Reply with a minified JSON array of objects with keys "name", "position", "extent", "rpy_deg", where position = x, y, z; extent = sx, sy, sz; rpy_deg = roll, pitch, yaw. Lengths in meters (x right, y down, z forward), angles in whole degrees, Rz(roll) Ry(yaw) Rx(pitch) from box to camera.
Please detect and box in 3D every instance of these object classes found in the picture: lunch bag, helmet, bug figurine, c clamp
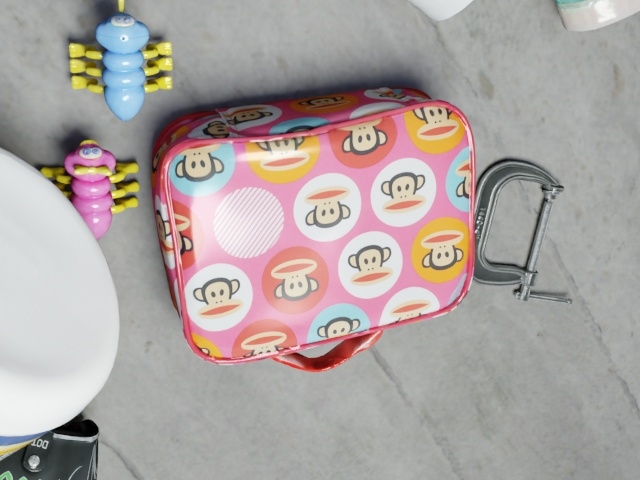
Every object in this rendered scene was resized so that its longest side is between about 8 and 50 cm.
[{"name":"lunch bag","position":[0.000,0.000,0.789],"extent":[0.293,0.120,0.258],"rpy_deg":[-10,112,-13]},{"name":"helmet","position":[-0.288,0.234,0.776],"extent":[0.169,0.169,0.162],"rpy_deg":[22,85,-22]},{"name":"bug figurine","position":[-0.255,-0.091,0.699],"extent":[0.278,0.072,0.216],"rpy_deg":[-7,118,-14]},{"name":"c clamp","position":[0.217,-0.007,0.906],"extent":[0.137,0.022,0.161],"rpy_deg":[1,110,-11]}]

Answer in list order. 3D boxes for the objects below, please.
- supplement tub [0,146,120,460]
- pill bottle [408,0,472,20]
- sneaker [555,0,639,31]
[{"name":"supplement tub","position":[-0.332,0.089,0.626],"extent":[0.316,0.228,0.228],"rpy_deg":[-31,116,21]},{"name":"pill bottle","position":[0.047,-0.290,0.699],"extent":[0.221,0.121,0.121],"rpy_deg":[33,97,-24]},{"name":"sneaker","position":[0.341,-0.319,0.781],"extent":[0.302,0.108,0.121],"rpy_deg":[-32,119,-2]}]
